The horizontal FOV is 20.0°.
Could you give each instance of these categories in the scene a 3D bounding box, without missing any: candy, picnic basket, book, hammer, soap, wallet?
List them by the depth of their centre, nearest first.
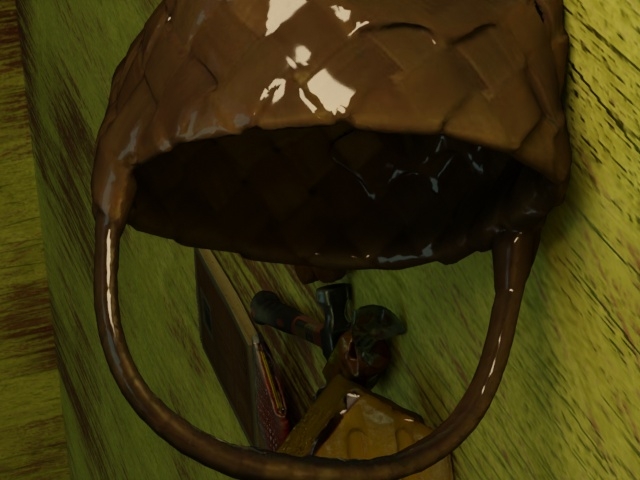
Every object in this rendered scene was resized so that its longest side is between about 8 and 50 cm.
[{"bbox_3d":[0.000,0.000,1.130,0.337,0.293,0.337,-172,90,-74],"label":"picnic basket"},{"bbox_3d":[0.032,0.240,1.464,0.080,0.160,0.257,-163,64,-74],"label":"soap"},{"bbox_3d":[0.034,0.104,1.557,0.046,0.053,0.182,59,158,19],"label":"candy"},{"bbox_3d":[-0.019,0.082,1.760,0.288,0.033,0.111,-161,61,-72],"label":"hammer"},{"bbox_3d":[-0.049,0.188,1.915,0.196,0.020,0.103,89,163,-56],"label":"wallet"},{"bbox_3d":[-0.106,0.122,2.110,0.241,0.018,0.170,-123,26,-53],"label":"book"}]

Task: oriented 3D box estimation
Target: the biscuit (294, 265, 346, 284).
[{"bbox_3d":[-0.014,-0.027,1.666,0.205,0.031,0.138,-128,30,-58],"label":"biscuit"}]
